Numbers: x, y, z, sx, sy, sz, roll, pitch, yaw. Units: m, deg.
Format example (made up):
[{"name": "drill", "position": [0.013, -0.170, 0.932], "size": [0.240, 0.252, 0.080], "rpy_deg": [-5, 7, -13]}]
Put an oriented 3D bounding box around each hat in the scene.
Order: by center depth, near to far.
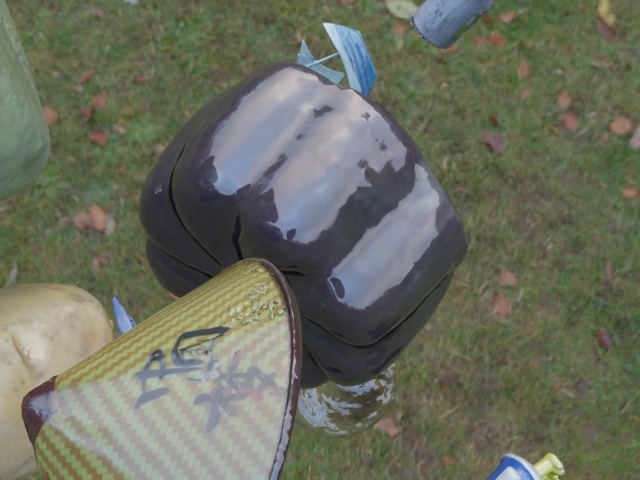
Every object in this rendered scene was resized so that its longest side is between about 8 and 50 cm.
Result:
[{"name": "hat", "position": [-0.092, 0.083, 0.413], "size": [0.082, 0.193, 0.193], "rpy_deg": [26, 55, -24]}]

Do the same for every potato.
[{"name": "potato", "position": [-0.223, 0.103, 0.617], "size": [0.161, 0.235, 0.128], "rpy_deg": [-7, 102, 6]}]

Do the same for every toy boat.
[{"name": "toy boat", "position": [0.002, -0.188, 1.124], "size": [0.105, 0.149, 0.034], "rpy_deg": [45, 20, -10]}]

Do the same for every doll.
[{"name": "doll", "position": [0.139, 0.223, 0.778], "size": [0.143, 0.098, 0.057], "rpy_deg": [-26, 56, -20]}]

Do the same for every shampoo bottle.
[{"name": "shampoo bottle", "position": [0.204, -0.321, 1.134], "size": [0.072, 0.214, 0.072], "rpy_deg": [25, 44, -27]}]

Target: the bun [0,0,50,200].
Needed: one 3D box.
[{"name": "bun", "position": [-0.287, -0.137, 0.570], "size": [0.179, 0.283, 0.283], "rpy_deg": [-21, 61, -7]}]

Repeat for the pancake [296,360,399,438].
[{"name": "pancake", "position": [0.039, 0.274, 1.837], "size": [0.242, 0.050, 0.241], "rpy_deg": [0, 99, -1]}]

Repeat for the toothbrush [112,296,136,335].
[{"name": "toothbrush", "position": [-0.176, 0.204, 1.047], "size": [0.042, 0.035, 0.413], "rpy_deg": [-26, 47, -6]}]

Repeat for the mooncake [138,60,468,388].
[{"name": "mooncake", "position": [-0.025, 0.002, 0.836], "size": [0.306, 0.306, 0.154], "rpy_deg": [32, 61, 16]}]
